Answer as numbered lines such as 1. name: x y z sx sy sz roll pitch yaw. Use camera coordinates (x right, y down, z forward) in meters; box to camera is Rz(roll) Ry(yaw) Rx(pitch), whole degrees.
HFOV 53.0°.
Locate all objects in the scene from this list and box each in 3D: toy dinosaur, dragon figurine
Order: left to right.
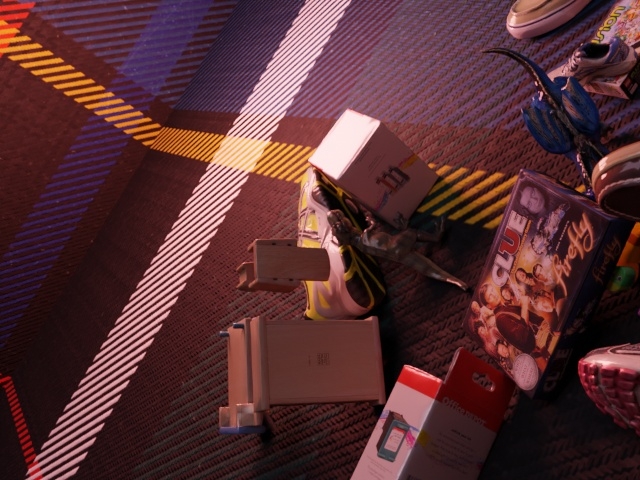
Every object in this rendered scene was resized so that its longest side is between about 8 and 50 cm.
1. toy dinosaur: 0.142 0.002 1.072 0.268 0.064 0.118 23 49 26
2. dragon figurine: 0.331 -0.169 0.877 0.085 0.289 0.144 -36 0 26

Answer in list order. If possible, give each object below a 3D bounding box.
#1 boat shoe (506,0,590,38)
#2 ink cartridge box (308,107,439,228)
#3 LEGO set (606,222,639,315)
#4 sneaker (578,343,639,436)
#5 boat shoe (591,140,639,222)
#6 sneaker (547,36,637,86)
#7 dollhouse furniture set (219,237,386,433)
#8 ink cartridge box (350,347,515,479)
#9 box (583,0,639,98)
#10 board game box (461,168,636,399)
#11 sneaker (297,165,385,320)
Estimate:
1. boat shoe: 0.438 -0.466 1.086 0.302 0.094 0.109 -34 39 31
2. ink cartridge box: 0.097 -0.129 1.168 0.127 0.176 0.128 -53 34 1
3. LEGO set: 0.373 0.011 0.757 0.227 0.087 0.093 -128 47 -56
4. sneaker: 0.406 0.130 0.614 0.299 0.121 0.112 -7 37 36
5. boat shoe: 0.435 -0.021 0.607 0.341 0.123 0.123 9 64 24
6. sneaker: 0.388 -0.264 0.945 0.135 0.058 0.052 -15 51 47
7. dollhouse furniture set: -0.054 0.179 1.106 0.303 0.198 0.287 141 128 -62
8. ink cartridge box: 0.144 0.254 0.820 0.078 0.134 0.231 13 72 56
9. box: 0.473 -0.314 0.965 0.207 0.036 0.114 -55 33 2
10. board game box: 0.274 0.052 0.811 0.165 0.042 0.243 -129 48 -57
11. sneaker: 0.000 0.000 1.215 0.147 0.145 0.385 -39 35 24
